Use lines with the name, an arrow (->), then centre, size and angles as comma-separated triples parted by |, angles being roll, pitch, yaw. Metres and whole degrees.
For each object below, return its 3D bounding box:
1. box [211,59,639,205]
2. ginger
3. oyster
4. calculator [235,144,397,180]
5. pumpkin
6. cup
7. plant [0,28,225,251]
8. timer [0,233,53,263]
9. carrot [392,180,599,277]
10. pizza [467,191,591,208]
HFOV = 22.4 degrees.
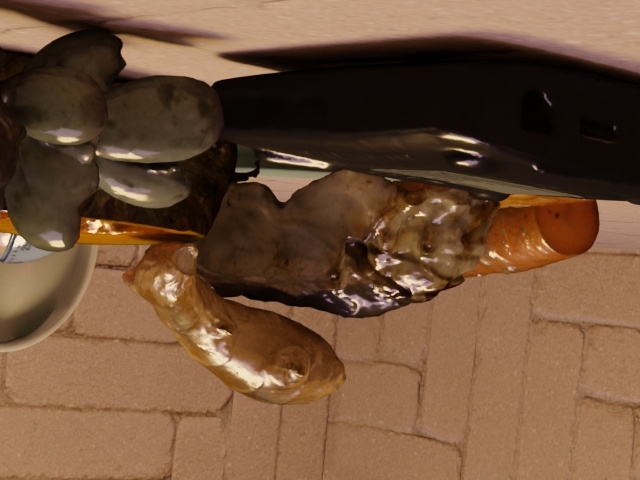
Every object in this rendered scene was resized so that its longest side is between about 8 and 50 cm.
box -> 0.108, -0.070, 1.092 | 0.290, 0.073, 0.289 | 7, 178, -39
ginger -> -0.077, 0.079, 1.447 | 0.131, 0.086, 0.294 | 19, 165, 32
oyster -> -0.001, -0.002, 1.509 | 0.337, 0.133, 0.198 | -1, 150, 5
calculator -> -0.010, -0.084, 1.594 | 0.295, 0.042, 0.184 | 5, 178, 7
pumpkin -> -0.225, -0.071, 1.327 | 0.221, 0.139, 0.317 | -2, 176, 45
cup -> -0.412, -0.038, 1.912 | 0.274, 0.259, 0.356 | 6, -150, 41
plant -> -0.191, -0.069, 0.991 | 0.274, 0.149, 0.146 | 4, -179, -41
timer -> -0.326, -0.068, 1.493 | 0.255, 0.175, 0.175 | 17, 171, -42
carrot -> 0.171, -0.021, 1.817 | 0.138, 0.139, 0.302 | 7, 171, -31
pizza -> 0.191, -0.054, 1.574 | 0.184, 0.036, 0.176 | 3, 169, -18
